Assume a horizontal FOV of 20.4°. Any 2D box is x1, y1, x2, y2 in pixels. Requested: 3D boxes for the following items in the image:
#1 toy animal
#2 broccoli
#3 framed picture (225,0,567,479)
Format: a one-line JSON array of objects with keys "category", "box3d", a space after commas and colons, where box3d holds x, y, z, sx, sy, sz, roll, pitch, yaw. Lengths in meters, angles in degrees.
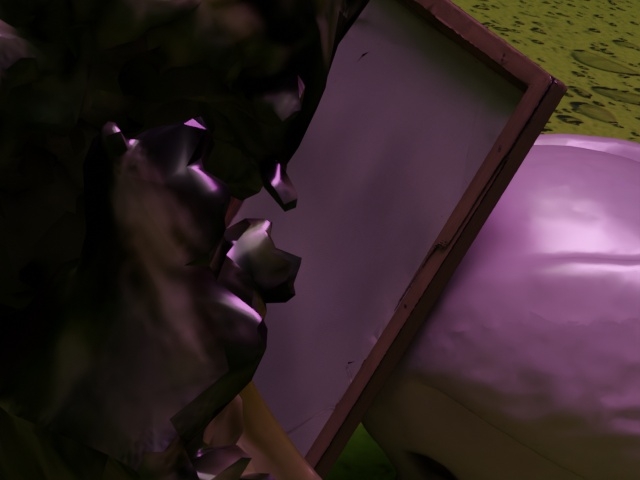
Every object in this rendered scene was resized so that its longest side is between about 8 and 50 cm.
[{"category": "toy animal", "box3d": [0.157, 0.050, 0.694, 0.289, 0.174, 0.249, -4, 27, -39]}, {"category": "broccoli", "box3d": [-0.112, 0.008, 0.522, 0.277, 0.338, 0.317, -34, 69, -25]}, {"category": "framed picture", "box3d": [0.000, 0.000, 0.662, 0.010, 0.201, 0.136, 22, 16, -37]}]
